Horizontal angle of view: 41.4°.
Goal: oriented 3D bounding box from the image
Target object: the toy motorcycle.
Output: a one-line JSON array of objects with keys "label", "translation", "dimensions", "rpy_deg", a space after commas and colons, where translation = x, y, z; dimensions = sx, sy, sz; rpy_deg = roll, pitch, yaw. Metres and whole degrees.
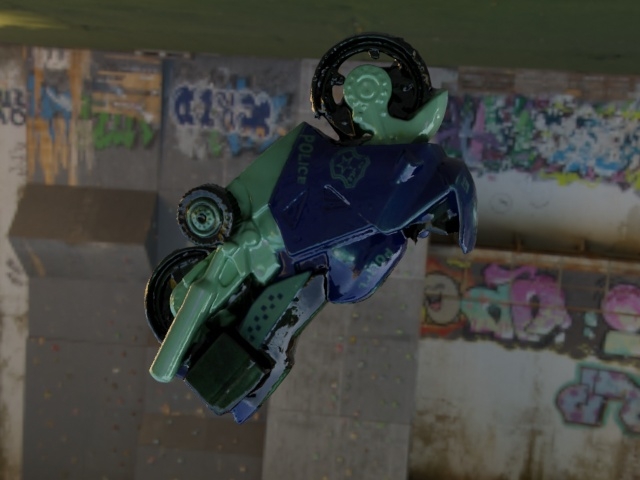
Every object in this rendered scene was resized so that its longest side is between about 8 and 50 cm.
[{"label": "toy motorcycle", "translation": [0.000, 0.000, 0.684], "dimensions": [0.196, 0.331, 0.125], "rpy_deg": [41, -173, 9]}]
